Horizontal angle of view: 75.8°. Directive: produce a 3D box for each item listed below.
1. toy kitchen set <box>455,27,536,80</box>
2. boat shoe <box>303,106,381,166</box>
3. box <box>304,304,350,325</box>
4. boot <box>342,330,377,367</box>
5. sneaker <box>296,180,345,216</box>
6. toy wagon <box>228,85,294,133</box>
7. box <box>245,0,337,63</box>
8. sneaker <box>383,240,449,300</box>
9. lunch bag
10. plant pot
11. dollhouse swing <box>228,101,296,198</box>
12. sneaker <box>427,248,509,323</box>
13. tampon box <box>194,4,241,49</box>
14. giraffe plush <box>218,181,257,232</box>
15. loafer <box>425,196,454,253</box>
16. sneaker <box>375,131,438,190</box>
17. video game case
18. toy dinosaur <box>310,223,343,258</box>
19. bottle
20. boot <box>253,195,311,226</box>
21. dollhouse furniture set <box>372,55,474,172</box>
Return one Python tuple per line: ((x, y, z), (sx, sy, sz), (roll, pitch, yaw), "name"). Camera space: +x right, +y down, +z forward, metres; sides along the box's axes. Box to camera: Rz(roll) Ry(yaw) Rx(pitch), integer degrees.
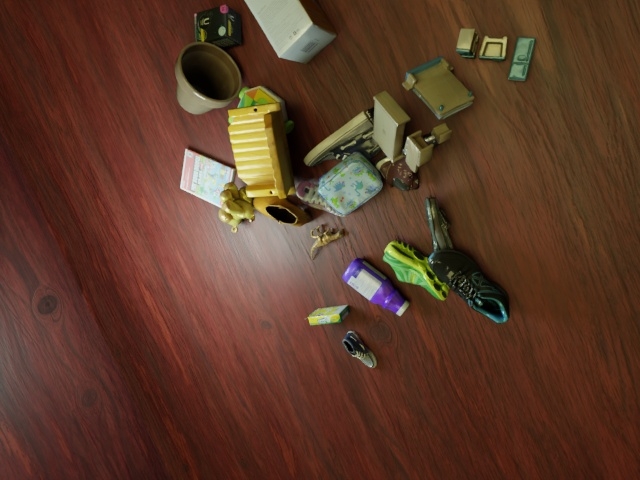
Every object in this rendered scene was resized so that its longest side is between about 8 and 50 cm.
((0.527, -0.561, 1.247), (0.207, 0.166, 0.122), (14, 111, 23), "toy kitchen set")
((0.099, -0.338, 1.554), (0.340, 0.127, 0.158), (-31, 96, 31), "boat shoe")
((0.028, 0.328, 1.799), (0.179, 0.105, 0.043), (-10, 99, 29), "box")
((0.166, 0.490, 1.788), (0.190, 0.086, 0.069), (50, 120, 5), "boot")
((0.013, -0.161, 1.677), (0.236, 0.104, 0.095), (23, 73, 0), "sneaker")
((-0.273, -0.464, 1.736), (0.267, 0.068, 0.345), (39, 118, 12), "toy wagon")
((-0.127, -0.841, 1.467), (0.168, 0.215, 0.346), (-32, 90, 30), "box")
((0.369, 0.119, 1.582), (0.295, 0.109, 0.124), (41, 144, 7), "sneaker")
((0.112, -0.208, 1.536), (0.219, 0.090, 0.176), (-37, 118, 27), "lunch bag")
((-0.490, -0.643, 1.708), (0.229, 0.263, 0.263), (-20, 96, 54), "plant pot")
((-0.251, -0.323, 1.562), (0.314, 0.305, 0.347), (-2, 113, 18), "dollhouse swing")
((0.529, 0.156, 1.440), (0.340, 0.140, 0.125), (34, 117, -1), "sneaker")
((-0.414, -0.854, 1.661), (0.160, 0.101, 0.121), (1, 94, 27), "tampon box")
((-0.387, -0.136, 1.860), (0.210, 0.182, 0.170), (33, 135, -25), "giraffe plush")
((0.443, -0.036, 1.503), (0.084, 0.096, 0.268), (-12, 107, 10), "loafer")
((0.348, -0.272, 1.474), (0.281, 0.106, 0.163), (-22, 102, 38), "sneaker")
((-0.538, -0.292, 1.946), (0.285, 0.025, 0.204), (25, 114, 18), "video game case")
((0.000, 0.000, 1.740), (0.211, 0.064, 0.112), (-31, 91, 31), "toy dinosaur")
((0.228, 0.193, 1.665), (0.282, 0.092, 0.118), (37, 118, 13), "bottle")
((-0.189, -0.134, 1.702), (0.294, 0.211, 0.104), (20, 97, 17), "boot")
((0.359, -0.390, 1.339), (0.303, 0.198, 0.287), (-29, 66, -7), "dollhouse furniture set")
